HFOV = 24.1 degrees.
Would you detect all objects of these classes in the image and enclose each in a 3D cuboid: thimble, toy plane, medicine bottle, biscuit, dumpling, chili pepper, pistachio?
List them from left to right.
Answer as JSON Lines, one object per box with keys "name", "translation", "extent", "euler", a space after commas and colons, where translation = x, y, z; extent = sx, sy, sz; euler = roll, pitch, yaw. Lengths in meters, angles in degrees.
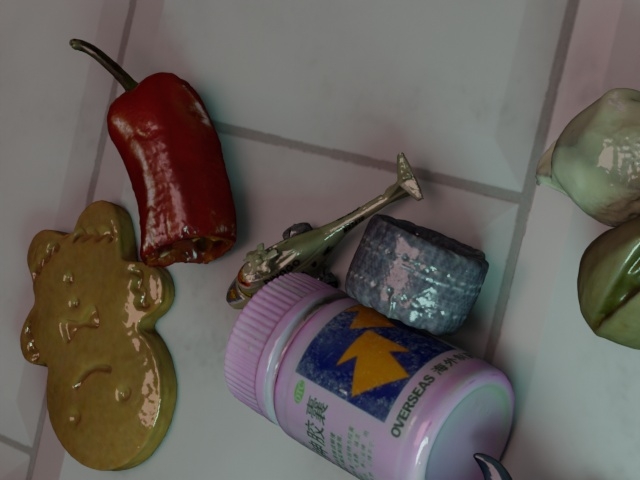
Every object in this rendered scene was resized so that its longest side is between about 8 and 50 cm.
{"name": "biscuit", "translation": [-0.300, 0.131, 1.997], "extent": [0.275, 0.052, 0.355], "euler": [-22, 72, 34]}
{"name": "chili pepper", "translation": [-0.199, -0.139, 1.896], "extent": [0.131, 0.134, 0.338], "euler": [-39, 61, 46]}
{"name": "toy plane", "translation": [0.000, 0.000, 1.761], "extent": [0.286, 0.108, 0.092], "euler": [-31, 66, 17]}
{"name": "medicine bottle", "translation": [0.050, 0.164, 1.651], "extent": [0.290, 0.178, 0.178], "euler": [27, 101, 35]}
{"name": "thimble", "translation": [0.105, 0.038, 1.645], "extent": [0.150, 0.150, 0.098], "euler": [26, 98, 36]}
{"name": "dumpling", "translation": [0.313, -0.098, 1.500], "extent": [0.126, 0.216, 0.166], "euler": [38, 80, 4]}
{"name": "pistachio", "translation": [0.315, 0.036, 1.452], "extent": [0.135, 0.226, 0.136], "euler": [0, 73, 0]}

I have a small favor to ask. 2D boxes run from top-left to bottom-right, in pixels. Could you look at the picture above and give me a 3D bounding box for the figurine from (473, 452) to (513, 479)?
{"name": "figurine", "translation": [0.173, 0.351, 1.512], "extent": [0.265, 0.197, 0.175], "euler": [-63, 12, 6]}
